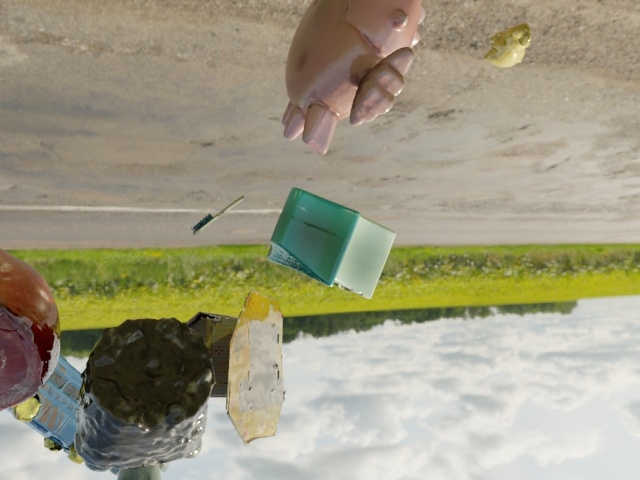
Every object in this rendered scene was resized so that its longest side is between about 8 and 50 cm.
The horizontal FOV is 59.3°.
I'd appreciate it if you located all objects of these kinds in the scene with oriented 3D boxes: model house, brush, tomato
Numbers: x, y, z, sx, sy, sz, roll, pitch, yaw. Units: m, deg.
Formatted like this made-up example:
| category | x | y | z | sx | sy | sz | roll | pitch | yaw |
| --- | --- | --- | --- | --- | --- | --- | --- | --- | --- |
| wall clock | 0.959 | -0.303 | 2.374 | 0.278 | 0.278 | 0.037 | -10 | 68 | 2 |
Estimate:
| category | x | y | z | sx | sy | sz | roll | pitch | yaw |
| --- | --- | --- | --- | --- | --- | --- | --- | --- | --- |
| model house | -0.146 | 0.177 | 0.796 | 0.136 | 0.207 | 0.219 | -4 | 170 | 15 |
| brush | -0.136 | -0.036 | 0.742 | 0.084 | 0.013 | 0.016 | -36 | -168 | -3 |
| model house | 0.000 | 0.000 | 0.728 | 0.127 | 0.100 | 0.149 | 19 | 175 | 45 |
| tomato | -0.409 | 0.086 | 0.659 | 0.233 | 0.200 | 0.139 | 27 | -150 | -9 |

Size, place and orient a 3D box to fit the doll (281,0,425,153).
| category | x | y | z | sx | sy | sz | roll | pitch | yaw |
| --- | --- | --- | --- | --- | --- | --- | --- | --- | --- |
| doll | 0.029 | -0.179 | 0.514 | 0.093 | 0.211 | 0.262 | 30 | -159 | -26 |

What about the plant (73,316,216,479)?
| category | x | y | z | sx | sy | sz | roll | pitch | yaw |
| --- | --- | --- | --- | --- | --- | --- | --- | --- | --- |
| plant | -0.208 | 0.209 | 0.664 | 0.149 | 0.146 | 0.274 | 8 | 133 | -16 |

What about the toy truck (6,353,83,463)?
| category | x | y | z | sx | sy | sz | roll | pitch | yaw |
| --- | --- | --- | --- | --- | --- | --- | --- | --- | --- |
| toy truck | -0.615 | 0.383 | 1.311 | 0.161 | 0.162 | 0.385 | -3 | 132 | 39 |

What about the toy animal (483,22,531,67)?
| category | x | y | z | sx | sy | sz | roll | pitch | yaw |
| --- | --- | --- | --- | --- | --- | --- | --- | --- | --- |
| toy animal | 0.406 | -0.411 | 1.165 | 0.083 | 0.070 | 0.159 | 20 | 179 | -2 |
